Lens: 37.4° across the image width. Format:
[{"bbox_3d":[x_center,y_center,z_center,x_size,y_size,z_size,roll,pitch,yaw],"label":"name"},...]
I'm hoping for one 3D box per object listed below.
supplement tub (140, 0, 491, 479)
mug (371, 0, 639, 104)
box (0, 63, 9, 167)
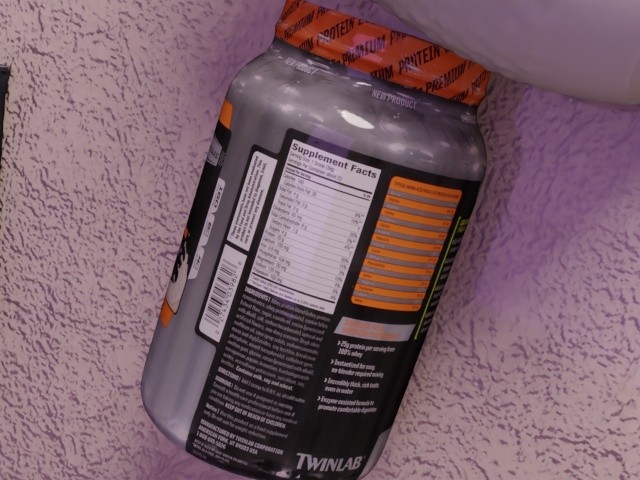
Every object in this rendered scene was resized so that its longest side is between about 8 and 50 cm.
[{"bbox_3d":[0.000,0.000,0.686,0.193,0.193,0.316,23,102,16],"label":"supplement tub"},{"bbox_3d":[0.155,-0.272,0.561,0.374,0.276,0.328,-35,69,-20],"label":"mug"},{"bbox_3d":[-0.486,-0.026,0.864,0.343,0.179,0.313,9,101,19],"label":"box"}]
